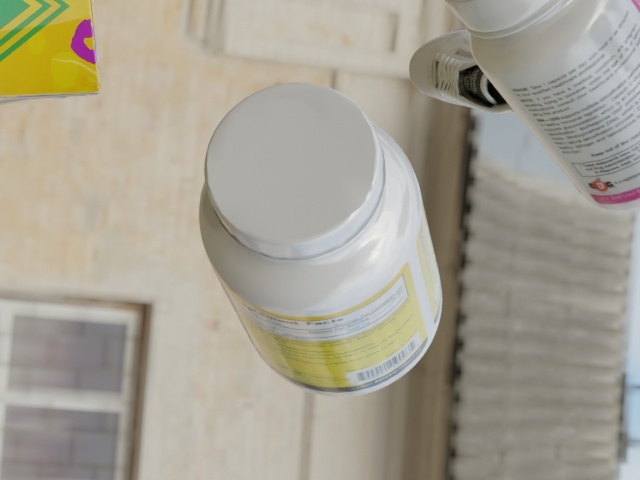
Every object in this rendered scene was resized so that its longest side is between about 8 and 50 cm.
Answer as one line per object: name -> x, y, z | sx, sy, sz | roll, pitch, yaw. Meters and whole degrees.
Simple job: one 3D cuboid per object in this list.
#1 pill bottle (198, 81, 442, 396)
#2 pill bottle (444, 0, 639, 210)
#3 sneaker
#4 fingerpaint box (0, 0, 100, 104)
pill bottle -> 0.000, 0.000, 1.680 | 0.334, 0.188, 0.188 | 71, 15, -66
pill bottle -> 0.240, -0.173, 1.816 | 0.160, 0.283, 0.160 | -29, -145, 22
sneaker -> 0.165, -0.178, 2.072 | 0.235, 0.095, 0.090 | 10, -68, 51
fingerpaint box -> -0.475, -0.173, 1.679 | 0.445, 0.371, 0.163 | -5, -89, 44
